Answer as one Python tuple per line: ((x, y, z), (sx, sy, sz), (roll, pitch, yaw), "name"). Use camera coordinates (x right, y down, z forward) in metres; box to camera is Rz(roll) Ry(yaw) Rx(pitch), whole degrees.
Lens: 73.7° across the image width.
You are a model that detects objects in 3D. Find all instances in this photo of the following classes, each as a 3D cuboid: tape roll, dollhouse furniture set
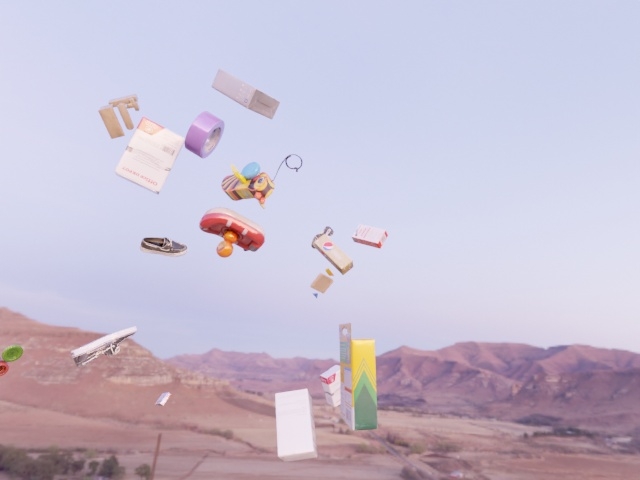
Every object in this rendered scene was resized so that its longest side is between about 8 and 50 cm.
((-0.497, -0.454, 1.841), (0.080, 0.189, 0.189), (31, -19, 0), "tape roll")
((-0.838, -0.532, 1.823), (0.144, 0.151, 0.123), (-17, -55, -8), "dollhouse furniture set")

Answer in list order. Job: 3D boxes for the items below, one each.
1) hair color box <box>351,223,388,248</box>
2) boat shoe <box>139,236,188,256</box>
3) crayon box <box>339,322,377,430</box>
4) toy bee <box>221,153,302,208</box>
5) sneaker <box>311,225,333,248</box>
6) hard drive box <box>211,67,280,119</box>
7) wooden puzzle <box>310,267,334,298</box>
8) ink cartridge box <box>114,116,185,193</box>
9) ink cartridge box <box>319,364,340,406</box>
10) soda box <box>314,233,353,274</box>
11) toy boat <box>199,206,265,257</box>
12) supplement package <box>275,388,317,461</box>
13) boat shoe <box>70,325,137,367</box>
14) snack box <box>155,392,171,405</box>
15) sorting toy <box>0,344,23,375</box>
((0.258, -0.023, 2.245), (0.167, 0.093, 0.053), (16, -28, 36), "hair color box")
((-0.727, 0.026, 2.006), (0.219, 0.078, 0.070), (5, -42, -32), "boat shoe")
((0.121, 0.439, 1.422), (0.083, 0.323, 0.203), (1, -13, -8), "crayon box")
((-0.224, -0.190, 1.436), (0.195, 0.162, 0.298), (34, -44, -26), "toy bee")
((0.000, 0.000, 2.484), (0.094, 0.081, 0.208), (-41, 0, 41), "sneaker")
((-0.320, -0.627, 1.838), (0.232, 0.089, 0.181), (34, 14, 24), "hard drive box")
((0.006, 0.157, 1.583), (0.078, 0.116, 0.014), (42, 3, -37), "wooden puzzle")
((-0.747, -0.365, 1.878), (0.197, 0.273, 0.114), (26, -12, -19), "ink cartridge box")
((0.070, 0.684, 2.013), (0.109, 0.150, 0.063), (-21, 12, -36), "ink cartridge box")
((0.055, 0.058, 1.769), (0.061, 0.181, 0.058), (-38, -31, -14), "soda box")
((-0.318, -0.010, 1.493), (0.231, 0.151, 0.151), (28, -29, -14), "toy boat")
((-0.073, 0.558, 1.292), (0.105, 0.179, 0.105), (-9, -35, 2), "supplement package")
((-1.048, 0.523, 2.106), (0.306, 0.105, 0.113), (-24, 2, -43), "boat shoe")
((-0.830, 0.836, 2.248), (0.022, 0.064, 0.178), (41, -34, -10), "snack box")
((-0.899, 0.332, 1.209), (0.042, 0.102, 0.061), (23, -18, 35), "sorting toy")
